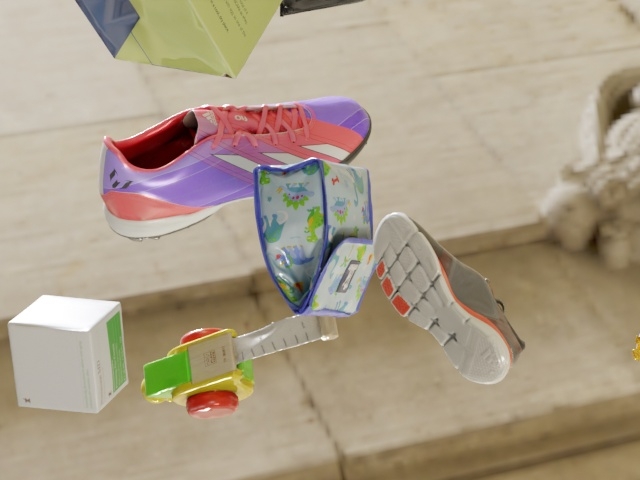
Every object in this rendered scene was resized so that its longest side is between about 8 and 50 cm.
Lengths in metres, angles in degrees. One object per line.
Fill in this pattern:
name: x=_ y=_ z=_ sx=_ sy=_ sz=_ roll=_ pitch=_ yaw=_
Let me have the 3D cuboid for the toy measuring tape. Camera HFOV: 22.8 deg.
toy measuring tape: x=-0.093 y=0.156 z=2.041 sx=0.330 sy=0.121 sz=0.121 roll=-20 pitch=-103 yaw=30

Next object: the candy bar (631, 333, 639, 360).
candy bar: x=0.391 y=0.080 z=1.814 sx=0.018 sy=0.161 sz=0.040 roll=22 pitch=-46 yaw=20

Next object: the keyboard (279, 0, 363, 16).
keyboard: x=-0.020 y=-0.344 z=1.520 sx=0.317 sy=0.201 sz=0.033 roll=93 pitch=-20 yaw=-48

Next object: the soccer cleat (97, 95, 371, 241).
soccer cleat: x=-0.088 y=-0.103 z=1.711 sx=0.108 sy=0.318 sz=0.116 roll=54 pitch=-22 yaw=43

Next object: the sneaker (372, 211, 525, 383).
sneaker: x=0.103 y=0.043 z=1.257 sx=0.061 sy=0.065 sz=0.158 roll=-42 pitch=-101 yaw=38

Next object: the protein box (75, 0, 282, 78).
protein box: x=-0.115 y=-0.280 z=1.316 sx=0.136 sy=0.201 sz=0.200 roll=13 pitch=-28 yaw=31

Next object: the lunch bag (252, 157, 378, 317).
lunch bag: x=0.000 y=0.000 z=1.562 sx=0.129 sy=0.096 sz=0.151 roll=7 pitch=79 yaw=-65

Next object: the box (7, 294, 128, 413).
box: x=-0.274 y=0.123 z=1.731 sx=0.087 sy=0.102 sz=0.101 roll=-47 pitch=137 yaw=-63
